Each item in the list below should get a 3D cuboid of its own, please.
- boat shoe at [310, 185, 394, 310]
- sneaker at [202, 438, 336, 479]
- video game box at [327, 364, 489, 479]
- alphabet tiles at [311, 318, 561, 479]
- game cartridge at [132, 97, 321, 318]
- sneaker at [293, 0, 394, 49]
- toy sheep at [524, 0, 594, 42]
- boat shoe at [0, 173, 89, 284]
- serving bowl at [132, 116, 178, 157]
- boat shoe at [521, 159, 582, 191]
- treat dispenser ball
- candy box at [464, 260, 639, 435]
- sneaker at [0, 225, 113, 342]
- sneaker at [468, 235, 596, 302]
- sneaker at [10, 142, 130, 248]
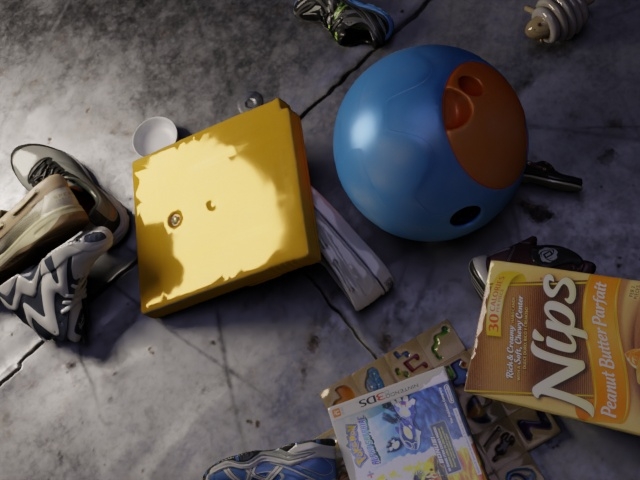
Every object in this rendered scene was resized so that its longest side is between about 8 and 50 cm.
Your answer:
[{"bbox_3d":[0.000,0.000,1.454,0.088,0.096,0.267,-40,74,-9],"label":"boat shoe"},{"bbox_3d":[-0.075,0.345,1.339,0.211,0.080,0.081,-15,75,17],"label":"sneaker"},{"bbox_3d":[0.128,0.305,1.314,0.187,0.048,0.205,-22,66,7],"label":"video game box"},{"bbox_3d":[0.159,0.290,1.344,0.342,0.011,0.285,-30,66,0],"label":"alphabet tiles"},{"bbox_3d":[-0.160,-0.051,1.482,0.323,0.052,0.286,-19,65,24],"label":"game cartridge"},{"bbox_3d":[0.033,-0.383,1.605,0.188,0.067,0.078,21,69,17],"label":"sneaker"},{"bbox_3d":[0.392,-0.369,1.507,0.132,0.091,0.091,-33,65,-7],"label":"toy sheep"},{"bbox_3d":[-0.510,-0.005,1.523,0.302,0.109,0.098,-31,82,28],"label":"boat shoe"},{"bbox_3d":[-0.287,-0.175,1.621,0.083,0.027,0.083,-4,68,11],"label":"serving bowl"},{"bbox_3d":[0.344,-0.106,1.432,0.133,0.049,0.042,15,81,23],"label":"boat shoe"},{"bbox_3d":[0.162,-0.143,1.359,0.288,0.288,0.288,-5,68,12],"label":"treat dispenser ball"},{"bbox_3d":[0.353,0.139,1.157,0.316,0.087,0.183,8,82,37],"label":"candy box"},{"bbox_3d":[-0.398,0.086,1.489,0.235,0.094,0.153,-30,99,16],"label":"sneaker"},{"bbox_3d":[0.347,0.105,1.322,0.162,0.106,0.281,-29,65,-2],"label":"sneaker"},{"bbox_3d":[-0.441,-0.095,1.585,0.271,0.108,0.100,35,82,24],"label":"sneaker"}]
